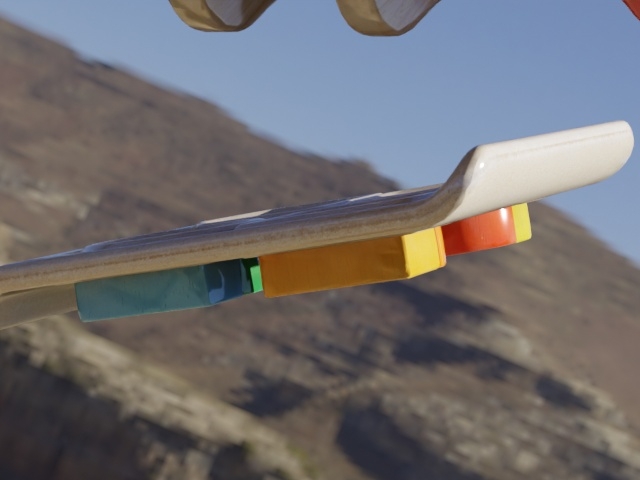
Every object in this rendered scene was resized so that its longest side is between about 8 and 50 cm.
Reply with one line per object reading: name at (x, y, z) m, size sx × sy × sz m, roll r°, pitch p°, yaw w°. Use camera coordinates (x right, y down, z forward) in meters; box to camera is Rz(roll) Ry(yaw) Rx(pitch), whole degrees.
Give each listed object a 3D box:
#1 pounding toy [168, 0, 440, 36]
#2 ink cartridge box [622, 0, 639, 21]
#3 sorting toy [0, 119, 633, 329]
pounding toy at (0.059, -0.168, 0.670) m, size 0.155 × 0.154 × 0.269 m, roll 5°, pitch 24°, yaw 29°
ink cartridge box at (0.110, -0.198, 0.551) m, size 0.273 × 0.197 × 0.114 m, roll 42°, pitch -31°, yaw -27°
sorting toy at (0.000, 0.000, 0.746) m, size 0.208 × 0.038 × 0.193 m, roll -14°, pitch 0°, yaw 25°
